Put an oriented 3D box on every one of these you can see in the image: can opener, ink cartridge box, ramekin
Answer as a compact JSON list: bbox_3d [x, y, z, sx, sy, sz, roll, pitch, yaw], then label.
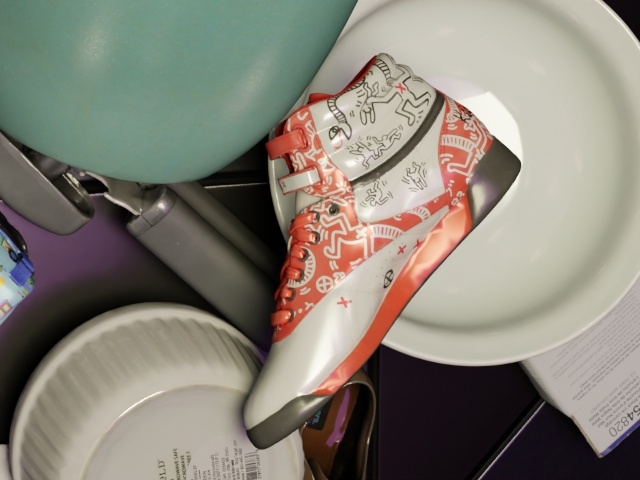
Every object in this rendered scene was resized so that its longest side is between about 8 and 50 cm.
[{"bbox_3d":[-0.131,-0.010,1.360,0.095,0.076,0.283,-36,116,23],"label":"can opener"},{"bbox_3d":[0.244,0.026,1.524,0.223,0.045,0.224,-40,113,-10],"label":"ink cartridge box"},{"bbox_3d":[-0.109,0.157,1.317,0.207,0.109,0.207,-7,109,-21],"label":"ramekin"}]

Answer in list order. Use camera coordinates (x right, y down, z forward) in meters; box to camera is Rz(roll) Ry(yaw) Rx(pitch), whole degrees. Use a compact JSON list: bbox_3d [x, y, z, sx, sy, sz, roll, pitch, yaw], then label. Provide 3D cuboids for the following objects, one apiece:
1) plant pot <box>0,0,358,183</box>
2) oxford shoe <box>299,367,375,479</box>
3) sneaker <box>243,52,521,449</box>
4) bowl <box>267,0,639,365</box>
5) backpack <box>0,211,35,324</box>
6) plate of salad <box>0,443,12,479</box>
[{"bbox_3d":[-0.114,-0.180,1.213,0.293,0.293,0.235,10,117,-24],"label":"plant pot"},{"bbox_3d":[-0.016,0.196,1.423,0.082,0.096,0.227,12,97,-26],"label":"oxford shoe"},{"bbox_3d":[0.000,0.000,1.256,0.145,0.090,0.270,41,81,-6],"label":"sneaker"},{"bbox_3d":[0.101,-0.059,1.380,0.297,0.134,0.298,0,91,-8],"label":"bowl"},{"bbox_3d":[-0.298,0.003,1.256,0.158,0.117,0.173,-40,110,-12],"label":"backpack"},{"bbox_3d":[-0.248,0.246,1.362,0.199,0.048,0.200,-5,99,-32],"label":"plate of salad"}]
